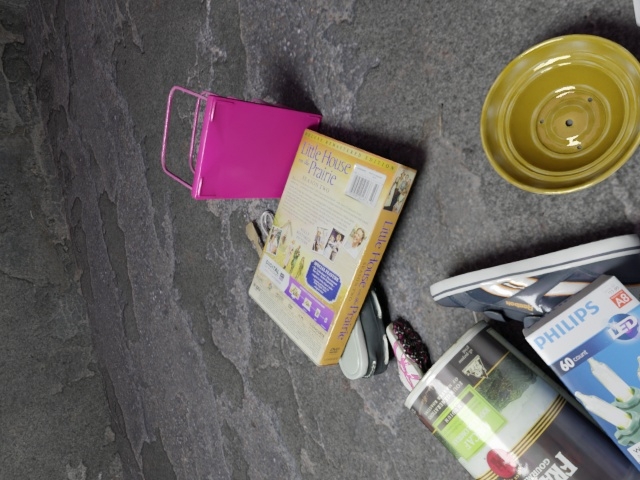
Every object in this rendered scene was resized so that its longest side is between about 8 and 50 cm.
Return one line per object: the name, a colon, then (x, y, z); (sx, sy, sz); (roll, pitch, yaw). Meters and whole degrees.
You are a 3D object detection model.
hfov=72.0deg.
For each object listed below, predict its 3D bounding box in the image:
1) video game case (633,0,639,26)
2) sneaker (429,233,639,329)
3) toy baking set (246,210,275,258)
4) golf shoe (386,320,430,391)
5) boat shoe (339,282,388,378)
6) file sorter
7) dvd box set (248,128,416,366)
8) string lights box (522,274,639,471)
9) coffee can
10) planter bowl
video game case: (0.507, -0.411, 0.535); (0.226, 0.026, 0.207); (-9, 90, 42)
sneaker: (0.329, 0.091, 0.694); (0.321, 0.126, 0.128); (-20, 77, 40)
toy baking set: (-0.094, 0.020, 1.123); (0.256, 0.030, 0.197); (-2, 92, 41)
golf shoe: (0.180, 0.254, 0.886); (0.086, 0.067, 0.186); (-44, 68, 38)
boat shoe: (0.077, 0.137, 0.945); (0.114, 0.091, 0.303); (-22, 69, 53)
file sorter: (-0.181, -0.221, 0.992); (0.182, 0.290, 0.202); (32, 116, 37)
dvd box set: (0.000, 0.000, 0.936); (0.307, 0.062, 0.421); (33, 108, 46)
string lights box: (0.397, 0.184, 0.546); (0.133, 0.076, 0.260); (-42, 74, 15)
coffee can: (0.300, 0.292, 0.692); (0.275, 0.201, 0.202); (43, 122, 27)
planter bowl: (0.360, -0.178, 0.652); (0.217, 0.090, 0.217); (6, 100, 41)
